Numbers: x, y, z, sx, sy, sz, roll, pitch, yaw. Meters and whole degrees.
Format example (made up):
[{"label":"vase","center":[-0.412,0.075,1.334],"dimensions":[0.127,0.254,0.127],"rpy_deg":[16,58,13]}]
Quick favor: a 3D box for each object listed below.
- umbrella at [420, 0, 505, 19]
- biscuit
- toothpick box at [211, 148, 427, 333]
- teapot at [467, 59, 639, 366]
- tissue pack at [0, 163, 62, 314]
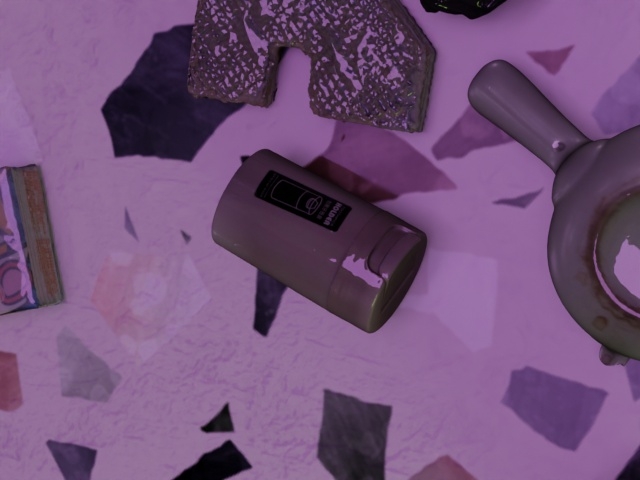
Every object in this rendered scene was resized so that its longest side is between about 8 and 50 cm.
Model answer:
[{"label":"umbrella","center":[0.229,-0.303,1.128],"dimensions":[0.340,0.118,0.118],"rpy_deg":[-26,85,15]},{"label":"biscuit","center":[-0.010,-0.190,1.243],"dimensions":[0.250,0.046,0.147],"rpy_deg":[13,98,18]},{"label":"toothpick box","center":[0.000,0.000,1.221],"dimensions":[0.180,0.111,0.111],"rpy_deg":[29,103,17]},{"label":"teapot","center":[0.270,-0.046,1.102],"dimensions":[0.220,0.149,0.318],"rpy_deg":[-28,86,26]},{"label":"tissue pack","center":[-0.348,0.004,1.368],"dimensions":[0.115,0.065,0.155],"rpy_deg":[-11,92,22]}]
